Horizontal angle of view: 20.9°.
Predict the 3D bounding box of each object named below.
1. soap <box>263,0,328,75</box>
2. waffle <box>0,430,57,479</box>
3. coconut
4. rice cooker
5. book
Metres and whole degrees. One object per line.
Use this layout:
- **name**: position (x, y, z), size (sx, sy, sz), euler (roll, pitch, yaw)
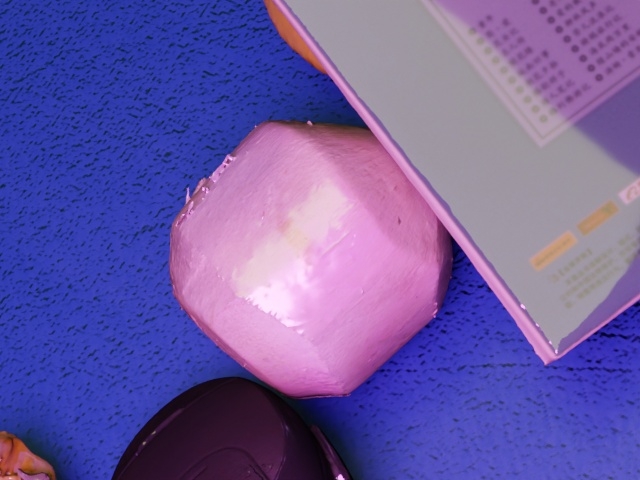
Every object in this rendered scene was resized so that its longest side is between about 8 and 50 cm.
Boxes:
- **soap**: position (0.160, -0.217, 1.142), size (0.427, 0.115, 0.306), euler (9, 74, 23)
- **waffle**: position (-0.232, 0.258, 1.077), size (0.280, 0.060, 0.262), euler (-41, 74, -4)
- **coconut**: position (0.000, 0.000, 1.077), size (0.171, 0.171, 0.183), euler (37, 83, 29)
- **rice cooker**: position (-0.046, 0.166, 1.024), size (0.142, 0.118, 0.203), euler (-42, 34, 0)
- **book**: position (0.128, -0.150, 1.042), size (0.264, 0.031, 0.379), euler (-34, 77, -6)
